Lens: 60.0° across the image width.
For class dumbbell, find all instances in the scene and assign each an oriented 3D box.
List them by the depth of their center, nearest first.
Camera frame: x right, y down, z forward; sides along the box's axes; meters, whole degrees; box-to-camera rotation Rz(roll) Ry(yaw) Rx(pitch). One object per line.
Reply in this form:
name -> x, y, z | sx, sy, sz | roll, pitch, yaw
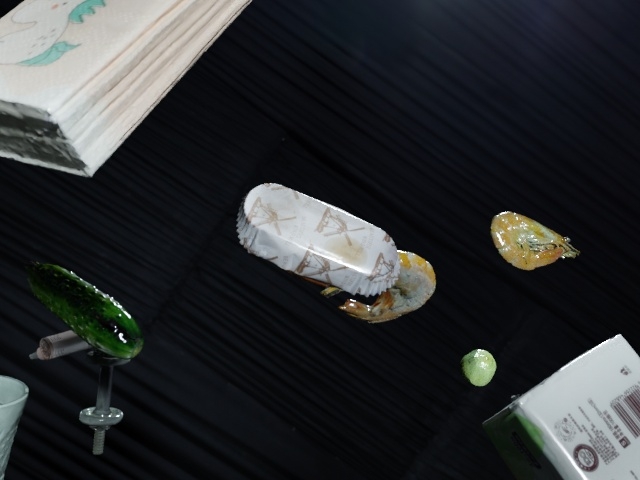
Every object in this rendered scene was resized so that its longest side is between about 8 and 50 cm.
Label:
dumbbell -> -0.414, 0.282, 1.065 | 0.081, 0.082, 0.253 | 180, 95, -81

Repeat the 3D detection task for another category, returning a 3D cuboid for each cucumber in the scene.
cucumber -> -0.338, 0.092, 0.784 | 0.069, 0.227, 0.069 | -50, -20, -26

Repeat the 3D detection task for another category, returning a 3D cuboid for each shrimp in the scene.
shrimp -> 0.088, 0.077, 0.841 | 0.051, 0.188, 0.132 | -120, 37, -64
shrimp -> 0.425, 0.011, 1.109 | 0.051, 0.217, 0.115 | 152, 129, -63

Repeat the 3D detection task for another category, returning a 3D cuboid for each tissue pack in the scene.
tissue pack -> -0.170, -0.200, 0.490 | 0.325, 0.170, 0.071 | -61, -30, -31
tissue pack -> 0.279, 0.239, 0.536 | 0.159, 0.229, 0.145 | -22, -24, -26

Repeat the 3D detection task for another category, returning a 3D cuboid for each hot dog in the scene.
hot dog -> 0.000, 0.000, 0.606 | 0.053, 0.192, 0.099 | 120, 169, -63

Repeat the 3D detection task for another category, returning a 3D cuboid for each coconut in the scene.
coconut -> 0.386, 0.316, 1.365 | 0.088, 0.088, 0.096 | -68, 0, -60

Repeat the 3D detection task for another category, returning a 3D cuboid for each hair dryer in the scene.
hair dryer -> -0.597, 0.251, 1.324 | 0.220, 0.053, 0.195 | -26, -9, 38

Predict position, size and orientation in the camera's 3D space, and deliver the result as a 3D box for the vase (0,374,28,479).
vase -> -0.413, 0.280, 0.654 | 0.096, 0.096, 0.219 | -129, 50, -82
